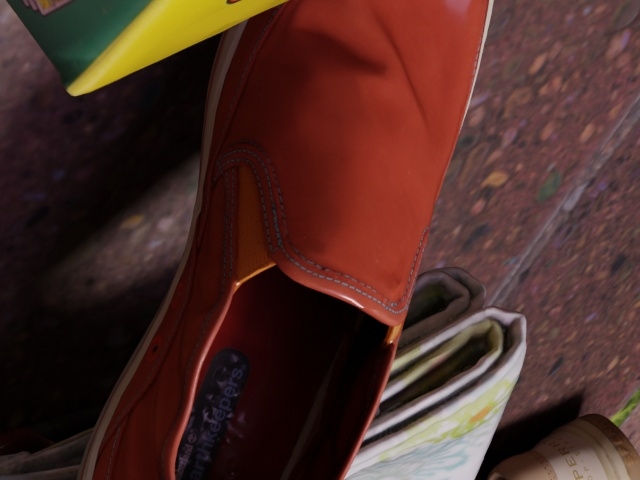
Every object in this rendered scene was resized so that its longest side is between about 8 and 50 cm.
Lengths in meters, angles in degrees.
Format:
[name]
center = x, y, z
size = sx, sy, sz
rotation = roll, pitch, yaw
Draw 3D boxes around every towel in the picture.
[towel]
center = -0.061, 0.187, 0.926
size = 0.321, 0.090, 0.374
rotation = -22, 151, -26

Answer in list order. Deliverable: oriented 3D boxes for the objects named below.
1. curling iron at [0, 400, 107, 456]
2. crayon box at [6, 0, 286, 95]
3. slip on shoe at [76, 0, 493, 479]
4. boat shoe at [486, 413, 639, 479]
[curling iron]
center = -0.140, 0.097, 0.826
size = 0.274, 0.035, 0.068
rotation = -8, 135, -40
[crayon box]
center = 0.097, -0.208, 0.442
size = 0.313, 0.106, 0.363
rotation = -32, 177, -42
[slip on shoe]
center = 0.000, 0.000, 0.708
size = 0.123, 0.101, 0.331
rotation = 24, 86, -30
[boat shoe]
center = 0.142, 0.272, 1.257
size = 0.110, 0.121, 0.341
rotation = -15, 129, -28
